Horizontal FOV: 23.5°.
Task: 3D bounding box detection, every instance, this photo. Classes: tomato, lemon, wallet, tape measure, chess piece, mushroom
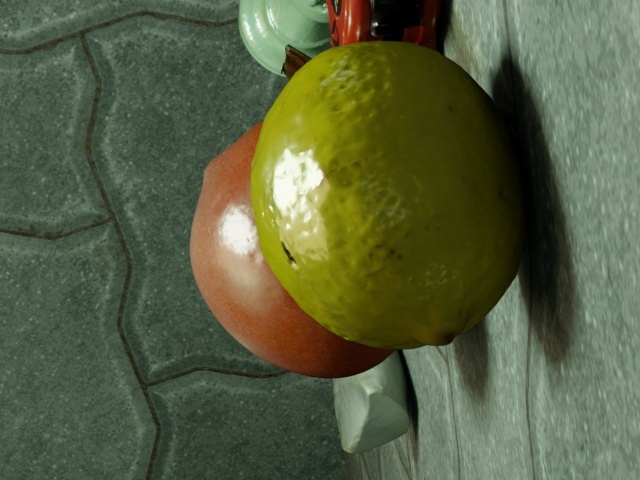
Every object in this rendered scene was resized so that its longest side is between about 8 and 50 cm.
[{"bbox_3d":[0.000,0.000,1.795,0.321,0.321,0.322,171,90,-86],"label":"tomato"},{"bbox_3d":[0.061,-0.040,1.381,0.260,0.260,0.284,109,154,-81],"label":"lemon"},{"bbox_3d":[0.023,-0.222,2.255,0.026,0.176,0.095,-57,-7,-16],"label":"wallet"},{"bbox_3d":[0.066,-0.311,1.689,0.260,0.114,0.253,100,161,-67],"label":"tape measure"},{"bbox_3d":[-0.009,-0.356,2.248,0.299,0.194,0.195,152,109,-77],"label":"chess piece"},{"bbox_3d":[0.067,0.158,2.575,0.177,0.126,0.397,99,165,-44],"label":"mushroom"}]
